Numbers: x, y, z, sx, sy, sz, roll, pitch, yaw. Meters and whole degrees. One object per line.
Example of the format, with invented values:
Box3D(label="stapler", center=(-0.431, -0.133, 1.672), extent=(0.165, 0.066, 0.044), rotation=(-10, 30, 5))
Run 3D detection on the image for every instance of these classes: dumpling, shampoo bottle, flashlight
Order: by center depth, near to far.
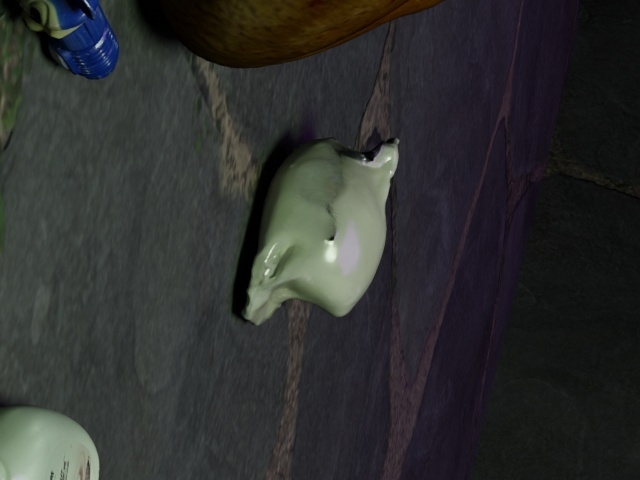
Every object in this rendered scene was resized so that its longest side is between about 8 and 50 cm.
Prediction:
Box3D(label="flashlight", center=(-0.114, -0.099, 0.792), extent=(0.035, 0.057, 0.121), rotation=(-42, 168, -8))
Box3D(label="shampoo bottle", center=(-0.142, 0.108, 0.793), extent=(0.152, 0.045, 0.077), rotation=(53, 48, -73))
Box3D(label="dumpling", center=(0.000, -0.001, 1.290), extent=(0.150, 0.092, 0.176), rotation=(106, -5, -60))

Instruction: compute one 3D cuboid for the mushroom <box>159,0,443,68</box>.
Box3D(label="mushroom", center=(0.016, -0.208, 0.980), extent=(0.267, 0.267, 0.254), rotation=(73, -5, -65))
